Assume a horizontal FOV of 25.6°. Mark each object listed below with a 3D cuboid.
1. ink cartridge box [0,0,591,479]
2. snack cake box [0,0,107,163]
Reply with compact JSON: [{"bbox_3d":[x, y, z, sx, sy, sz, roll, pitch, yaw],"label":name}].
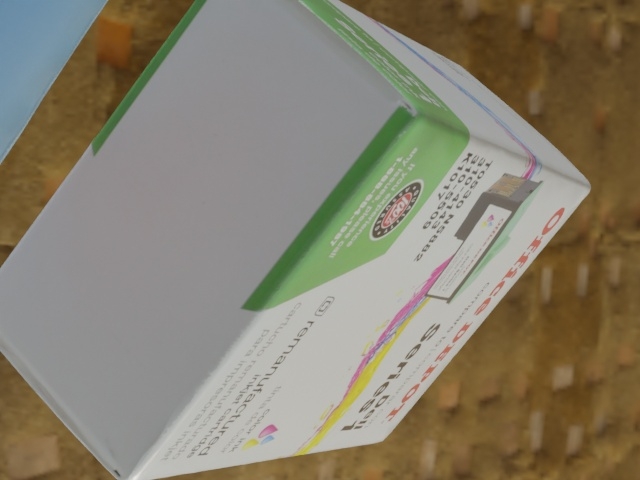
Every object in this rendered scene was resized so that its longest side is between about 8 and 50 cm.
[{"bbox_3d":[0.000,0.000,0.695,0.201,0.117,0.278,-52,-22,13],"label":"ink cartridge box"},{"bbox_3d":[-0.167,-0.009,0.437,0.089,0.152,0.264,35,-128,-14],"label":"snack cake box"}]
